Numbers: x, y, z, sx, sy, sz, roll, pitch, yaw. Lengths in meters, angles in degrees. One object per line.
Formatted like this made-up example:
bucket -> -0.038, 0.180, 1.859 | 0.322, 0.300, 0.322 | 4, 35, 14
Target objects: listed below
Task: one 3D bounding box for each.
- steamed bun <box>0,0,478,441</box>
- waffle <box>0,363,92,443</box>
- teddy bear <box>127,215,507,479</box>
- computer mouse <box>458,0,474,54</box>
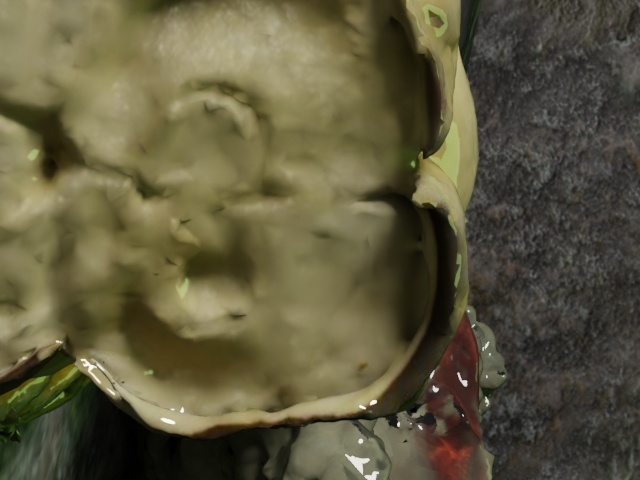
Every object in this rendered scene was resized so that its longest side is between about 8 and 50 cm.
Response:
steamed bun -> -0.053, -0.052, 0.467 | 0.106, 0.177, 0.192 | -83, 169, -67
waffle -> -0.083, -0.032, 0.665 | 0.214, 0.054, 0.208 | -65, 163, -84
teddy bear -> 0.018, 0.031, 0.985 | 0.357, 0.224, 0.368 | -93, -173, -58
computer mouse -> -0.015, -0.065, 0.807 | 0.086, 0.137, 0.270 | 117, -12, -81
